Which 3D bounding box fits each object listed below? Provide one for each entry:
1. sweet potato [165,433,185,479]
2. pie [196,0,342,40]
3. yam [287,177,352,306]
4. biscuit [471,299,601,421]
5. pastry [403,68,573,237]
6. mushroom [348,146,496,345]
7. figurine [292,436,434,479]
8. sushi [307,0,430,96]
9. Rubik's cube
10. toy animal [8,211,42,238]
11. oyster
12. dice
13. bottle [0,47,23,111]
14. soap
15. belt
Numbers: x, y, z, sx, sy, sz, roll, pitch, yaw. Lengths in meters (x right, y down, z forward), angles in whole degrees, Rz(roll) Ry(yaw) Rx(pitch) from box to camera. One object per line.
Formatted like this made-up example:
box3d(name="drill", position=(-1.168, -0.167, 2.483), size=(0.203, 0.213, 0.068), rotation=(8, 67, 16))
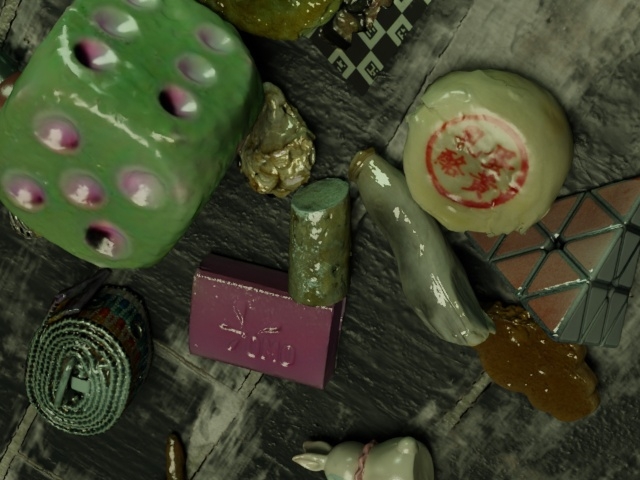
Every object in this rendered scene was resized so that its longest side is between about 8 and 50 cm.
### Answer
box3d(name="sweet potato", position=(-0.293, 0.498, 2.326), size=(0.074, 0.075, 0.270), rotation=(15, 117, 12))
box3d(name="pie", position=(-0.092, -0.401, 1.727), size=(0.277, 0.078, 0.277), rotation=(23, 145, 17))
box3d(name="yam", position=(0.000, 0.000, 1.933), size=(0.107, 0.107, 0.194), rotation=(9, 119, 15))
box3d(name="biscuit", position=(0.319, 0.168, 1.931), size=(0.319, 0.047, 0.183), rotation=(30, 132, 10))
box3d(name="pastry", position=(0.244, -0.128, 1.765), size=(0.264, 0.133, 0.265), rotation=(11, 124, 16))
box3d(name="mushroom", position=(0.153, 0.010, 1.858), size=(0.351, 0.097, 0.109), rotation=(61, 153, 1))
box3d(name="figurine", position=(0.078, 0.421, 2.126), size=(0.235, 0.127, 0.155), rotation=(-5, 124, 28))
box3d(name="sushi", position=(0.062, -0.353, 1.754), size=(0.192, 0.050, 0.215), rotation=(49, 136, 11))
box3d(name="Rubik's cube", position=(0.377, 0.045, 1.800), size=(0.228, 0.229, 0.233), rotation=(-6, 77, -17))
box3d(name="toy animal", position=(-0.517, -0.051, 2.093), size=(0.137, 0.098, 0.098), rotation=(17, 129, -31))
box3d(name="oyster", position=(-0.081, -0.156, 1.900), size=(0.163, 0.081, 0.191), rotation=(-7, 101, 33))
box3d(name="dice", position=(-0.287, -0.176, 1.785), size=(0.318, 0.322, 0.330), rotation=(32, 133, -10))
box3d(name="bottle", position=(-0.485, -0.178, 1.993), size=(0.144, 0.144, 0.336), rotation=(-35, 101, 31))
box3d(name="soap", position=(-0.093, 0.140, 2.056), size=(0.259, 0.081, 0.181), rotation=(15, 121, 12))
box3d(name="belt", position=(-0.420, 0.219, 2.170), size=(0.206, 0.160, 0.295), rotation=(31, 123, 3))
